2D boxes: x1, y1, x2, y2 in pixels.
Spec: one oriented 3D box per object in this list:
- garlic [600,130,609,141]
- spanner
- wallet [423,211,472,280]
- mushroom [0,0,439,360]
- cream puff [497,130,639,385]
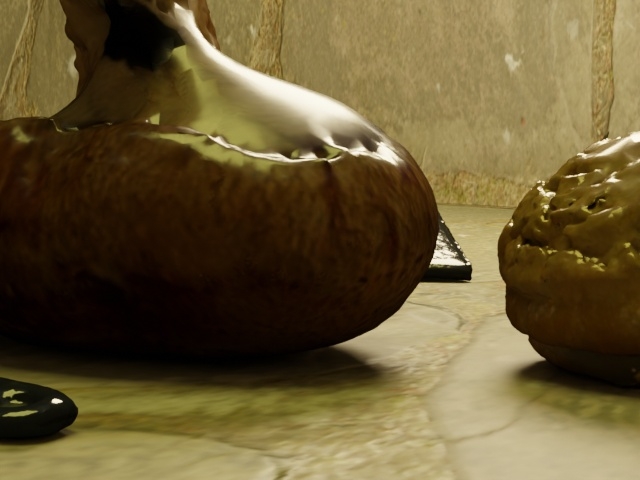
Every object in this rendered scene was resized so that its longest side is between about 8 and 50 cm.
[{"bbox_3d":[0.329,-0.007,1.142,0.206,0.128,0.115,0,47,10],"label":"garlic"},{"bbox_3d":[-0.225,0.052,0.581,0.315,0.024,0.087,7,7,36],"label":"spanner"},{"bbox_3d":[0.000,0.001,1.194,0.244,0.025,0.124,3,27,-16],"label":"wallet"},{"bbox_3d":[-0.062,-0.033,0.731,0.267,0.254,0.267,29,5,-3],"label":"mushroom"},{"bbox_3d":[0.180,0.005,0.694,0.189,0.129,0.189,-1,3,0],"label":"cream puff"}]
